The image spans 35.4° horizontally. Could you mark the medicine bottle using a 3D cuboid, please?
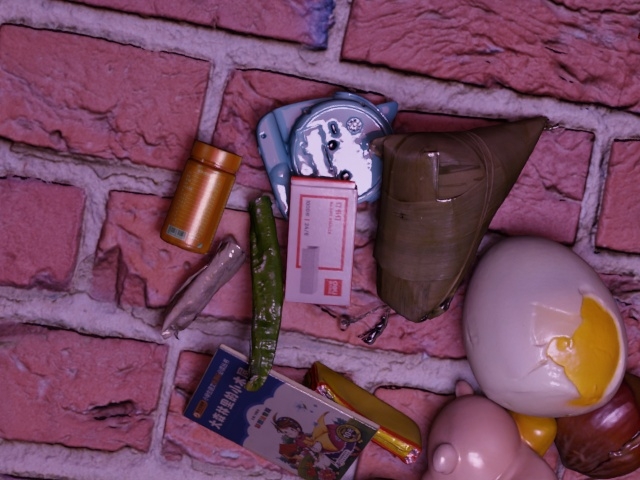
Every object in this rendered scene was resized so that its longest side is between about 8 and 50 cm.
[{"bbox_3d":[-0.216,-0.078,1.811,0.096,0.096,0.191,19,95,-7],"label":"medicine bottle"}]

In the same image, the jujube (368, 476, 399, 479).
[{"bbox_3d":[0.131,0.608,1.854,0.258,0.258,0.376,-38,111,0],"label":"jujube"}]

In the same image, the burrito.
[{"bbox_3d":[-0.220,0.089,1.840,0.060,0.087,0.226,41,95,0],"label":"burrito"}]

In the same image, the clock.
[{"bbox_3d":[0.030,-0.160,1.825,0.274,0.094,0.223,-20,100,-2],"label":"clock"}]

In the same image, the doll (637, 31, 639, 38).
[{"bbox_3d":[0.668,-0.343,1.858,0.134,0.106,0.186,-33,98,-7],"label":"doll"}]

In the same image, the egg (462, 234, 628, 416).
[{"bbox_3d":[0.393,0.152,1.799,0.283,0.283,0.345,-9,67,-4],"label":"egg"}]

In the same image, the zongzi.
[{"bbox_3d":[0.255,-0.008,1.858,0.418,0.181,0.447,-17,125,-35],"label":"zongzi"}]

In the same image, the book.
[{"bbox_3d":[-0.078,0.331,1.834,0.323,0.018,0.228,27,130,-3],"label":"book"}]

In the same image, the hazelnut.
[{"bbox_3d":[0.544,0.353,1.891,0.212,0.181,0.180,46,55,-25],"label":"hazelnut"}]

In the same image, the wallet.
[{"bbox_3d":[0.077,0.326,1.865,0.241,0.141,0.067,34,98,-8],"label":"wallet"}]

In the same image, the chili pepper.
[{"bbox_3d":[-0.101,0.093,1.770,0.076,0.085,0.359,6,66,-19],"label":"chili pepper"}]

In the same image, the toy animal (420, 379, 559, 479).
[{"bbox_3d":[0.276,0.432,1.817,0.247,0.345,0.277,30,125,-18],"label":"toy animal"}]

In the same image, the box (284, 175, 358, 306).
[{"bbox_3d":[0.000,0.000,1.777,0.123,0.050,0.229,4,104,0],"label":"box"}]
